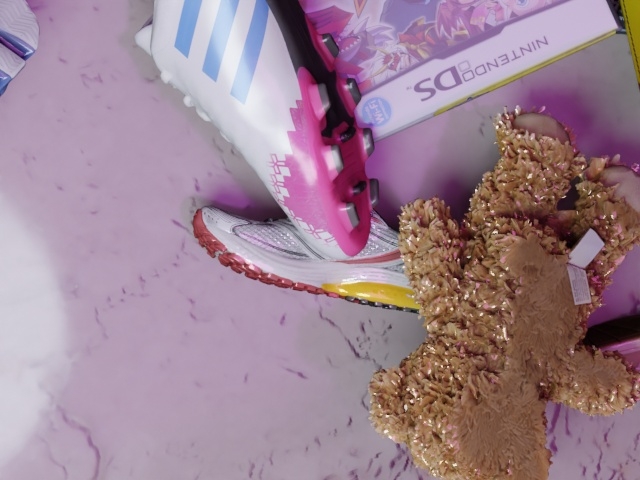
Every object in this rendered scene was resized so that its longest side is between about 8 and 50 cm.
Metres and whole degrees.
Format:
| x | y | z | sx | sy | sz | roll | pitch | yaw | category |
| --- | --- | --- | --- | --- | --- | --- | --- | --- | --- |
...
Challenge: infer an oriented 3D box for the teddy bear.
| x | y | z | sx | sy | sz | roll | pitch | yaw | category |
| --- | --- | --- | --- | --- | --- | --- | --- | --- | --- |
| 0.161 | 0.050 | 1.337 | 0.245 | 0.113 | 0.338 | 16 | 75 | -24 | teddy bear |

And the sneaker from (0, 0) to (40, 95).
| x | y | z | sx | sy | sz | roll | pitch | yaw | category |
| --- | --- | --- | --- | --- | --- | --- | --- | --- | --- |
| -0.339 | -0.053 | 1.222 | 0.127 | 0.182 | 0.315 | 38 | 51 | 2 | sneaker |

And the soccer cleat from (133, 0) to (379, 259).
| x | y | z | sx | sy | sz | roll | pitch | yaw | category |
| --- | --- | --- | --- | --- | --- | --- | --- | --- | --- |
| -0.060 | -0.133 | 1.278 | 0.143 | 0.116 | 0.331 | -14 | 107 | 21 | soccer cleat |

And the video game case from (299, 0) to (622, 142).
| x | y | z | sx | sy | sz | roll | pitch | yaw | category |
| --- | --- | --- | --- | --- | --- | --- | --- | --- | --- |
| 0.080 | -0.246 | 1.335 | 0.248 | 0.035 | 0.274 | -24 | 94 | 4 | video game case |

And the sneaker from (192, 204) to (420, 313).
| x | y | z | sx | sy | sz | roll | pitch | yaw | category |
| --- | --- | --- | --- | --- | --- | --- | --- | --- | --- |
| 0.000 | 0.000 | 1.369 | 0.225 | 0.088 | 0.092 | 12 | 87 | -20 | sneaker |

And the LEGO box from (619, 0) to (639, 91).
| x | y | z | sx | sy | sz | roll | pitch | yaw | category |
| --- | --- | --- | --- | --- | --- | --- | --- | --- | --- |
| 0.414 | -0.360 | 1.304 | 0.372 | 0.193 | 0.500 | -18 | 99 | -22 | LEGO box |

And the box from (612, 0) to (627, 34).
| x | y | z | sx | sy | sz | roll | pitch | yaw | category |
| --- | --- | --- | --- | --- | --- | --- | --- | --- | --- |
| 0.240 | -0.266 | 1.394 | 0.220 | 0.051 | 0.175 | 2 | 96 | -12 | box |

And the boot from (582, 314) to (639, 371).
| x | y | z | sx | sy | sz | roll | pitch | yaw | category |
| --- | --- | --- | --- | --- | --- | --- | --- | --- | --- |
| 0.307 | 0.147 | 1.445 | 0.213 | 0.077 | 0.165 | -13 | 101 | -10 | boot |
